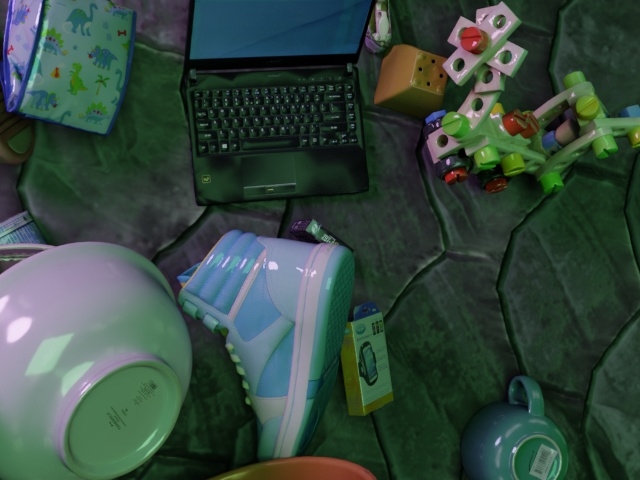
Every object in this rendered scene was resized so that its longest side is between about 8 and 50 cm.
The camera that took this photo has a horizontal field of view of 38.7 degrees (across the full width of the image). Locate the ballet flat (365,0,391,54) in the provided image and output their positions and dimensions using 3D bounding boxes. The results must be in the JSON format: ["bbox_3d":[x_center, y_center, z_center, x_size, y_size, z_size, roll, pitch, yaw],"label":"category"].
[{"bbox_3d":[0.078,-0.305,1.204,0.041,0.041,0.114,-4,90,-17],"label":"ballet flat"}]

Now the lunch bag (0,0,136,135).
[{"bbox_3d":[-0.290,-0.204,1.042,0.129,0.096,0.151,10,80,-45],"label":"lunch bag"}]

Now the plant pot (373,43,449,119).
[{"bbox_3d":[0.128,-0.212,1.195,0.081,0.083,0.081,14,86,-17],"label":"plant pot"}]

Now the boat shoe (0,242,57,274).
[{"bbox_3d":[-0.394,0.067,0.965,0.305,0.091,0.109,-9,92,-17],"label":"boat shoe"}]

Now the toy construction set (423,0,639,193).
[{"bbox_3d":[0.257,-0.156,1.154,0.328,0.215,0.151,24,49,-41],"label":"toy construction set"}]

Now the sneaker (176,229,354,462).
[{"bbox_3d":[-0.085,0.128,1.121,0.208,0.127,0.319,16,110,14],"label":"sneaker"}]

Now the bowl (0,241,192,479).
[{"bbox_3d":[-0.244,0.161,0.976,0.298,0.134,0.297,-25,130,-34],"label":"bowl"}]

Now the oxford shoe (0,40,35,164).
[{"bbox_3d":[-0.475,-0.234,1.008,0.146,0.140,0.397,-30,105,16],"label":"oxford shoe"}]

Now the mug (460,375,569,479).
[{"bbox_3d":[0.262,0.276,1.224,0.129,0.097,0.157,-22,96,-16],"label":"mug"}]

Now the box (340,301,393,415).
[{"bbox_3d":[0.057,0.150,1.177,0.081,0.028,0.136,-10,91,-58],"label":"box"}]

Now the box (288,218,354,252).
[{"bbox_3d":[0.000,0.000,1.154,0.067,0.083,0.018,37,80,-13],"label":"box"}]

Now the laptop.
[{"bbox_3d":[-0.040,-0.184,1.116,0.234,0.136,0.264,-5,91,-17],"label":"laptop"}]

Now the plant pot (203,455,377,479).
[{"bbox_3d":[-0.053,0.385,0.962,0.291,0.291,0.203,-18,99,-16],"label":"plant pot"}]

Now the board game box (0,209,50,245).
[{"bbox_3d":[-0.397,0.053,1.044,0.194,0.060,0.194,-32,99,-15],"label":"board game box"}]
